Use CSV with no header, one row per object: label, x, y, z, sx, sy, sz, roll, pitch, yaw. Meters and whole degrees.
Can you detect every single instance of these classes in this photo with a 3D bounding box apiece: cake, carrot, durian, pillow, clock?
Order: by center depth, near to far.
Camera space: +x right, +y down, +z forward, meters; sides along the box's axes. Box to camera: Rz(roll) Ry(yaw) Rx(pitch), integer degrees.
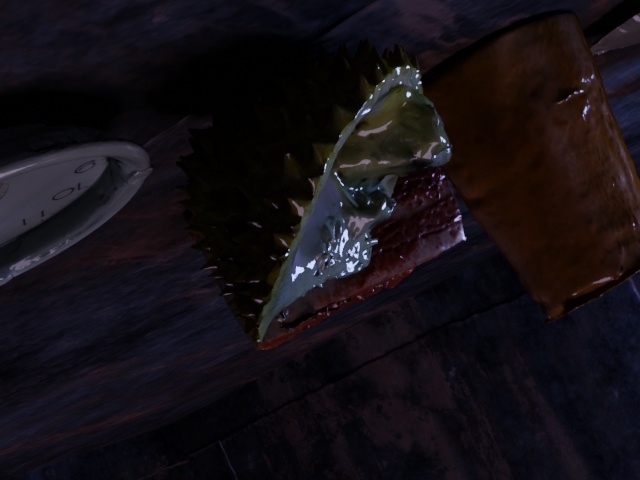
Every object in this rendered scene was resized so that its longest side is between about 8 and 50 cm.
clock,-0.224,-0.019,0.813,0.236,0.053,0.236,-28,172,-4
durian,0.010,-0.055,0.921,0.172,0.166,0.306,-27,-179,21
carrot,0.214,-0.063,1.194,0.196,0.254,0.196,-28,175,-2
cake,0.000,0.000,1.258,0.262,0.158,0.160,-22,175,-35
pillow,0.373,-0.235,1.328,0.233,0.038,0.131,-17,170,-45
